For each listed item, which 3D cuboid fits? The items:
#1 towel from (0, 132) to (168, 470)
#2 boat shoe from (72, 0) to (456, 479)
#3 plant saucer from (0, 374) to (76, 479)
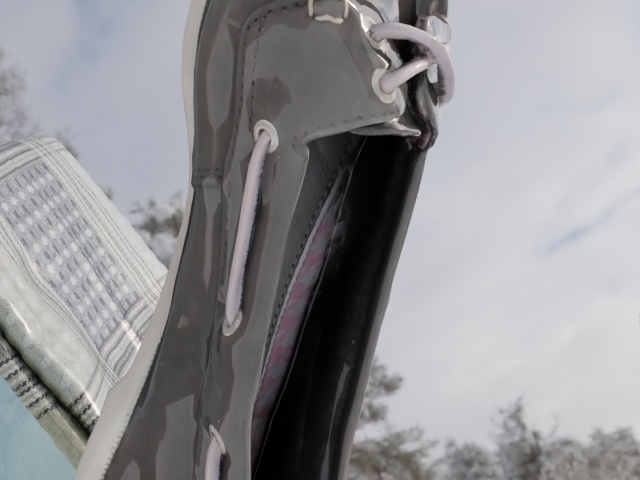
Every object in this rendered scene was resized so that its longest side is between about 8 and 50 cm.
[{"bbox_3d":[-0.147,0.064,0.833,0.056,0.324,0.312,-34,7,7],"label":"towel"},{"bbox_3d":[0.000,0.000,0.416,0.112,0.096,0.335,-2,-67,-56],"label":"boat shoe"},{"bbox_3d":[-0.270,0.219,1.138,0.195,0.195,0.037,-24,-14,20],"label":"plant saucer"}]
